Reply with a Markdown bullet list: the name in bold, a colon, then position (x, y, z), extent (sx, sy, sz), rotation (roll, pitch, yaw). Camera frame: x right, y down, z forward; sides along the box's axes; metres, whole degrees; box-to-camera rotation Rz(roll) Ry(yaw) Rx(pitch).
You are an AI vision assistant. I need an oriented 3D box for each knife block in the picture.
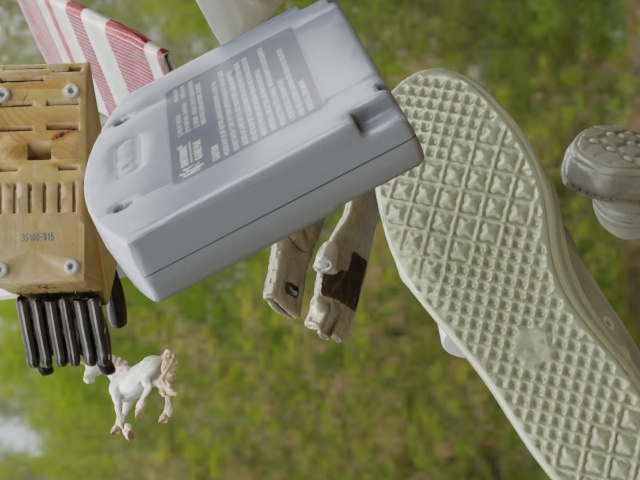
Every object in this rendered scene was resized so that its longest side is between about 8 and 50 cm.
- **knife block**: position (-0.242, -0.010, 1.560), extent (0.242, 0.088, 0.275), rotation (68, -159, -81)

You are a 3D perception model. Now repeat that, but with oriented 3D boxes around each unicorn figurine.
- **unicorn figurine**: position (-0.220, 0.168, 1.885), extent (0.060, 0.162, 0.111), rotation (40, -141, -51)

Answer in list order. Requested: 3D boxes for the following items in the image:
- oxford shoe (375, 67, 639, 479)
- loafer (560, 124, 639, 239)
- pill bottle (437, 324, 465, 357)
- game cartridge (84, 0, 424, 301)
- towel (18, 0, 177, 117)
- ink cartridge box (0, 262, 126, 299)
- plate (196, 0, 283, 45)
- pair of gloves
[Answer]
- **oxford shoe**: position (0.187, 0.044, 1.559), extent (0.449, 0.169, 0.130), rotation (61, -165, 11)
- **loafer**: position (0.328, -0.051, 1.684), extent (0.319, 0.112, 0.111), rotation (0, -61, -56)
- **pill bottle**: position (0.185, 0.000, 1.994), extent (0.152, 0.152, 0.272), rotation (71, -169, -60)
- **game cartridge**: position (-0.052, -0.063, 1.026), extent (0.062, 0.198, 0.297), rotation (57, -174, -21)
- **towel**: position (-0.306, -0.255, 2.403), extent (0.037, 0.329, 0.237), rotation (-46, -35, -22)
- **ink cartridge box**: position (-0.274, 0.022, 2.039), extent (0.224, 0.223, 0.045), rotation (-18, -82, -43)
- **plate**: position (-0.035, -0.345, 1.518), extent (0.277, 0.045, 0.278), rotation (-52, -31, -14)
- **pair of gloves**: position (0.000, 0.000, 1.815), extent (0.240, 0.042, 0.204), rotation (32, -114, -62)
